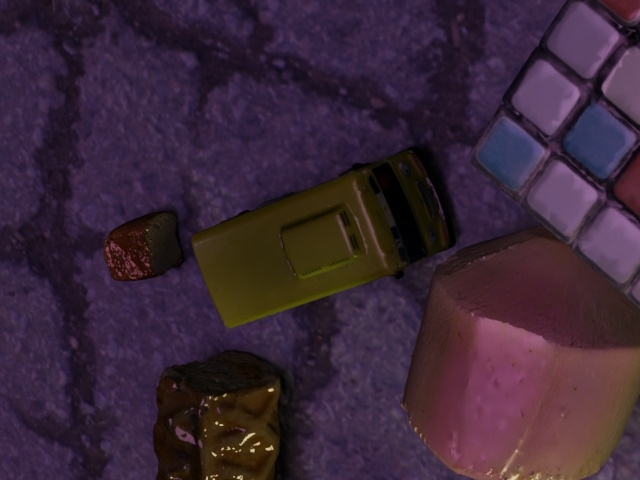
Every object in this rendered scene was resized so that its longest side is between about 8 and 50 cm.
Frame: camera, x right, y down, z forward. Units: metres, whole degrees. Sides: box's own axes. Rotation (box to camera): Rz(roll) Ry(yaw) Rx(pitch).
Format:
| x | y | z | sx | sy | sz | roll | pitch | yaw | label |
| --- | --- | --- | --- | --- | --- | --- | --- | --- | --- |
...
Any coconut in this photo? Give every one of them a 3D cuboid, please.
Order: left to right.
| x | y | z | sx | sy | sz | roll | pitch | yaw | label |
| --- | --- | --- | --- | --- | --- | --- | --- | --- | --- |
| 0.211 | 0.102 | 1.509 | 0.233 | 0.233 | 0.245 | 26 | 110 | 27 | coconut |

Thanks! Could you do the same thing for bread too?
| x | y | z | sx | sy | sz | roll | pitch | yaw | label |
| --- | --- | --- | --- | --- | --- | --- | --- | --- | --- |
| -0.217 | 0.006 | 1.859 | 0.070 | 0.083 | 0.076 | -5 | 103 | 26 | bread |
| -0.127 | 0.276 | 1.843 | 0.152 | 0.130 | 0.267 | 11 | 108 | 23 | bread |

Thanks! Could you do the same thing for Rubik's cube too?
| x | y | z | sx | sy | sz | roll | pitch | yaw | label |
| --- | --- | --- | --- | --- | --- | --- | --- | --- | --- |
| 0.333 | -0.108 | 1.339 | 0.259 | 0.256 | 0.253 | 45 | 123 | 17 | Rubik's cube |

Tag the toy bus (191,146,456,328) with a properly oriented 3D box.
| x | y | z | sx | sy | sz | roll | pitch | yaw | label |
| --- | --- | --- | --- | --- | --- | --- | --- | --- | --- |
| 0.000 | 0.000 | 1.666 | 0.262 | 0.150 | 0.128 | -20 | 92 | 36 | toy bus |
